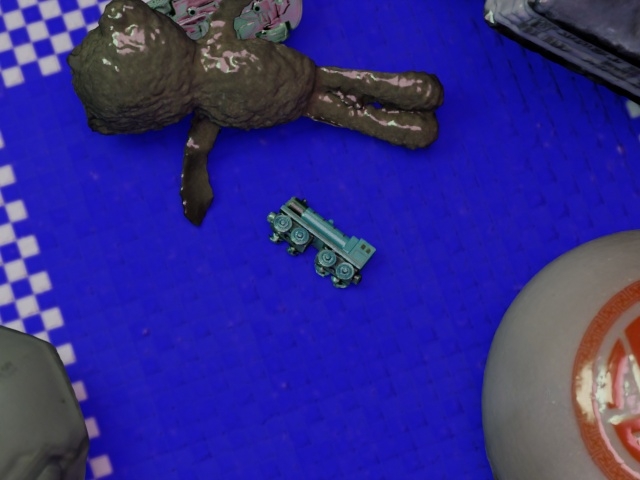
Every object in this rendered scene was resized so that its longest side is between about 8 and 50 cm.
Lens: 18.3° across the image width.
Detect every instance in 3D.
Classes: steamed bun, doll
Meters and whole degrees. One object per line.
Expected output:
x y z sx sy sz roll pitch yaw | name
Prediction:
0.265 0.124 1.516 0.283 0.177 0.283 1 76 -3 | steamed bun
-0.050 -0.131 1.574 0.286 0.203 0.091 -14 41 1 | doll

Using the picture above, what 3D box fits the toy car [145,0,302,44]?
-0.085 -0.182 1.622 0.142 0.055 0.069 -21 114 -2 | toy car

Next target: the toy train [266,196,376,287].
0.000 0.000 1.603 0.092 0.029 0.045 37 69 6 | toy train

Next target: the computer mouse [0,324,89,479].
-0.343 0.236 1.447 0.228 0.145 0.429 38 85 7 | computer mouse

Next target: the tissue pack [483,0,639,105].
0.324 -0.217 1.567 0.361 0.122 0.259 23 74 -22 | tissue pack
